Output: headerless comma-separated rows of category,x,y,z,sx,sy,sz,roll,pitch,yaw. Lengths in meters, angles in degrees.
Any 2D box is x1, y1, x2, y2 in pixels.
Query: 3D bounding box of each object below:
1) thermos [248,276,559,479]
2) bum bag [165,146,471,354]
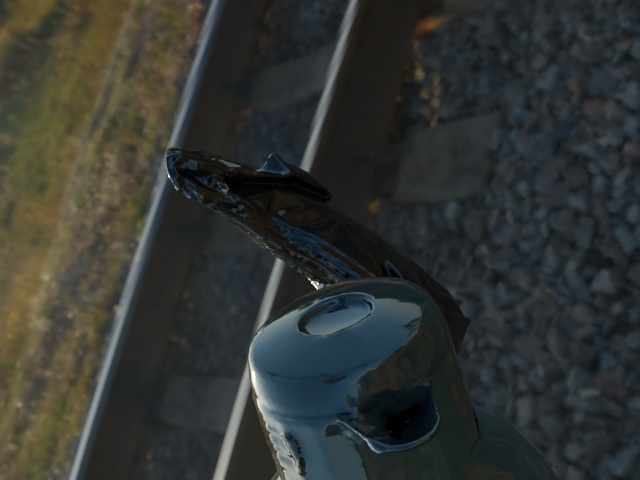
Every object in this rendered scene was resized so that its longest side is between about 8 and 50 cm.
thermos,0.043,0.148,0.580,0.182,0.145,0.286,-137,27,-66
bum bag,0.000,0.000,0.936,0.060,0.248,0.123,-51,6,16
